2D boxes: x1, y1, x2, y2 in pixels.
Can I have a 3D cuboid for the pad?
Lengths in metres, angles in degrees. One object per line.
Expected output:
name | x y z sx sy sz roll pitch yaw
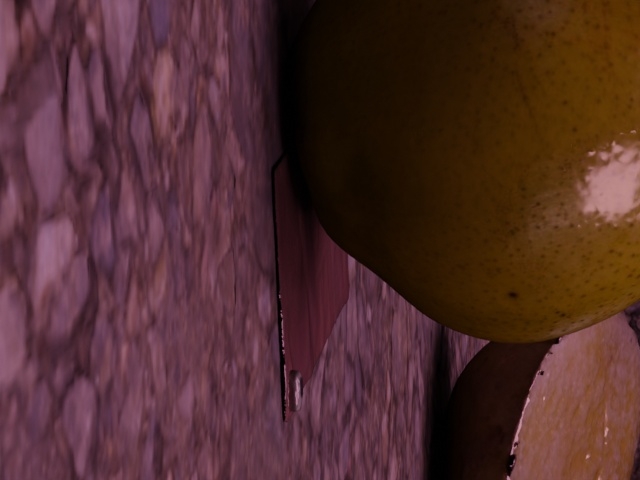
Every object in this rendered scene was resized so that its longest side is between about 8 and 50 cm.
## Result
pad | 0.000 0.000 0.907 0.188 0.006 0.113 -59 147 -72

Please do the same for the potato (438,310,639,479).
potato | 0.143 0.175 1.456 0.239 0.116 0.299 53 49 -57

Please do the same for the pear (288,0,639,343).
pear | 0.084 -0.055 0.842 0.198 0.198 0.198 0 90 -81
